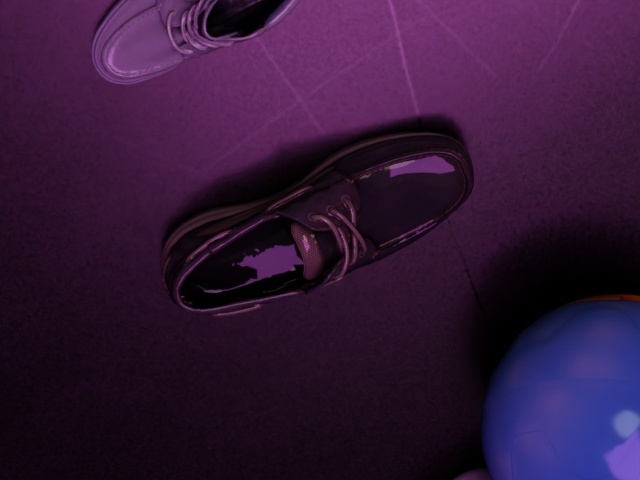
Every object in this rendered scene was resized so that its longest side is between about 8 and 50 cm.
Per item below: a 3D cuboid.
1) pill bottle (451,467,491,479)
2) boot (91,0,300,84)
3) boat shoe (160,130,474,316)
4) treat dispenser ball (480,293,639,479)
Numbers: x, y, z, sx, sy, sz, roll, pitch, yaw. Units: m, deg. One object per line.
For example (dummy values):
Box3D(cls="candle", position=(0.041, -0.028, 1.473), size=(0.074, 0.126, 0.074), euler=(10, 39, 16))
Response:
Box3D(cls="pill bottle", position=(0.239, 0.394, 1.999), size=(0.265, 0.153, 0.153), euler=(40, 106, -17))
Box3D(cls="boot", position=(-0.122, -0.226, 1.737), size=(0.258, 0.123, 0.095), euler=(-32, 110, 11))
Box3D(cls="boat shoe", position=(0.000, 0.000, 1.834), size=(0.355, 0.130, 0.132), euler=(-24, 112, 8))
Box3D(cls="treat dispenser ball", position=(0.314, 0.199, 1.845), size=(0.288, 0.288, 0.288), euler=(-1, 113, -2))
